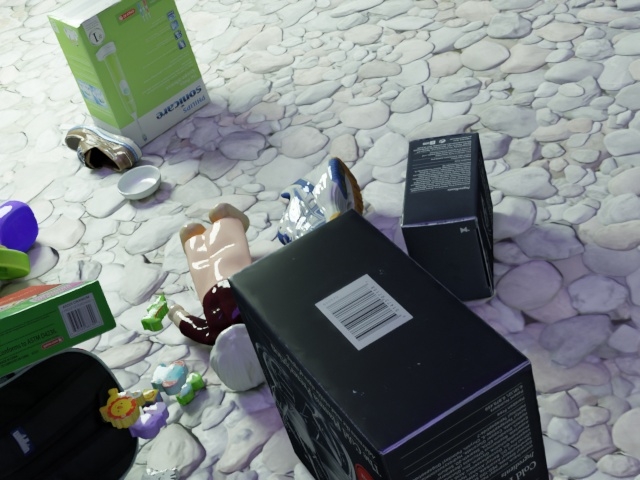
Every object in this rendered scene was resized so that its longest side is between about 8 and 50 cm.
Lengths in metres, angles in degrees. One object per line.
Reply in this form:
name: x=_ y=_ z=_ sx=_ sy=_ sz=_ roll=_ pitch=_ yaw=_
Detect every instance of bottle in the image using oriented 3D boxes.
bottle: x=-0.644 y=-0.024 z=1.944 sx=0.282 sy=0.092 sz=0.118 roll=4 pitch=36 yaw=26

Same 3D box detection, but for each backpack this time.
backpack: x=-0.367 y=0.258 z=1.377 sx=0.253 sy=0.225 sz=0.191 roll=-37 pitch=19 yaw=-35

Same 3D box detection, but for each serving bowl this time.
serving bowl: x=-0.324 y=-0.100 z=1.964 sx=0.083 sy=0.027 sz=0.083 roll=-11 pitch=38 yaw=9

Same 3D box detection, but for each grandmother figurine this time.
grandmother figurine: x=-0.130 y=0.083 z=1.614 sx=0.208 sy=0.104 sz=0.342 roll=-39 pitch=37 yaw=18

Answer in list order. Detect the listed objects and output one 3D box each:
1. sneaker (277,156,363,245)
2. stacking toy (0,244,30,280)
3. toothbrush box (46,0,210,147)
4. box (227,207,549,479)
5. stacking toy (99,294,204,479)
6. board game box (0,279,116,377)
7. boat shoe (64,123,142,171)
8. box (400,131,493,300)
sneaker: x=0.000 y=0.000 z=1.673 sx=0.131 sy=0.112 sz=0.296 roll=-26 pitch=33 yaw=18
stacking toy: x=-0.632 y=-0.015 z=1.765 sx=0.308 sy=0.279 sz=0.130 roll=-7 pitch=77 yaw=17
toothbrush box: x=-0.359 y=-0.344 z=2.071 sx=0.206 sy=0.283 sz=0.122 roll=-38 pitch=41 yaw=-24
box: x=0.082 y=0.193 z=1.210 sx=0.179 sy=0.313 sz=0.343 roll=-30 pitch=39 yaw=-14
stacking toy: x=-0.208 y=0.206 z=1.427 sx=0.052 sy=0.167 sz=0.221 roll=-2 pitch=39 yaw=17
board game box: x=-0.425 y=0.126 z=1.381 sx=0.242 sy=0.064 sz=0.316 roll=-23 pitch=8 yaw=-29
boat shoe: x=-0.427 y=-0.173 z=2.064 sx=0.183 sy=0.066 sz=0.066 roll=12 pitch=48 yaw=33
box: x=0.188 y=-0.034 z=1.578 sx=0.108 sy=0.153 sz=0.207 roll=-6 pitch=38 yaw=15
